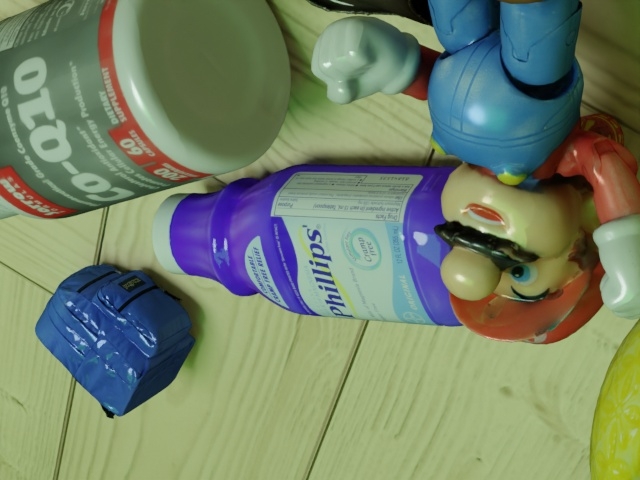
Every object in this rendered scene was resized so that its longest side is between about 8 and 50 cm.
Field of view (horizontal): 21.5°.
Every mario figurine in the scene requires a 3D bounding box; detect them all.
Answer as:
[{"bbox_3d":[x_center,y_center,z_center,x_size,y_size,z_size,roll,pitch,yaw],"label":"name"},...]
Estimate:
[{"bbox_3d":[0.102,-0.048,0.999,0.170,0.198,0.321,-18,130,-1],"label":"mario figurine"}]

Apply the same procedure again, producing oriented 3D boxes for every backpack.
[{"bbox_3d":[-0.178,0.074,1.472,0.120,0.098,0.101,39,118,14],"label":"backpack"}]

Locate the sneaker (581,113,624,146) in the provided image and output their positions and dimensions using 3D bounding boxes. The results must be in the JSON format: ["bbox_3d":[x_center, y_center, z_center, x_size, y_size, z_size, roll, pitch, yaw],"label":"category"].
[{"bbox_3d":[0.167,-0.016,1.175,0.064,0.067,0.175,42,127,27],"label":"sneaker"}]

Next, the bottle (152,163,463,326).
[{"bbox_3d":[0.000,0.000,1.276,0.282,0.092,0.118,3,128,34],"label":"bottle"}]

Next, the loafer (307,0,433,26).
[{"bbox_3d":[0.065,-0.179,1.084,0.220,0.078,0.080,0,125,35],"label":"loafer"}]

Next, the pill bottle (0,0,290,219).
[{"bbox_3d":[-0.174,-0.104,1.261,0.283,0.161,0.161,-14,116,42],"label":"pill bottle"}]

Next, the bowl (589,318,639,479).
[{"bbox_3d":[0.286,0.077,1.064,0.289,0.289,0.156,111,146,-47],"label":"bowl"}]
